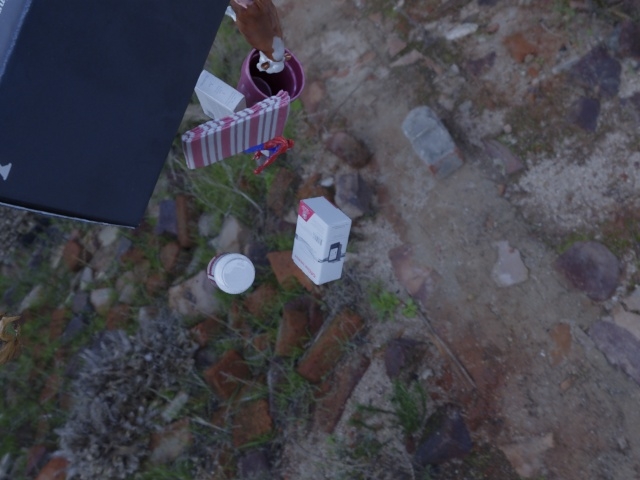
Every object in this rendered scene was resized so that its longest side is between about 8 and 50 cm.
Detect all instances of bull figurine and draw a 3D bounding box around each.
[{"bbox_3d":[-0.161,-0.532,1.436,0.101,0.310,0.188,-42,80,-8],"label":"bull figurine"}]

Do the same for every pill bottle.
[{"bbox_3d":[-0.188,0.069,1.260,0.086,0.086,0.152,-58,17,-10],"label":"pill bottle"}]

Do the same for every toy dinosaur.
[{"bbox_3d":[-0.519,0.176,0.951,0.064,0.211,0.112,3,93,1],"label":"toy dinosaur"}]

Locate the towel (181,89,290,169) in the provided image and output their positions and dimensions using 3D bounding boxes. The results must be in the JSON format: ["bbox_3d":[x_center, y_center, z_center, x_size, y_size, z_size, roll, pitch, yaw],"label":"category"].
[{"bbox_3d":[-0.147,-0.188,1.032,0.197,0.144,0.029,-24,81,-13],"label":"towel"}]

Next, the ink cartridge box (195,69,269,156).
[{"bbox_3d":[-0.245,-0.373,1.794,0.066,0.261,0.296,-56,3,-4],"label":"ink cartridge box"}]

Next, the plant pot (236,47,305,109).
[{"bbox_3d":[-0.179,-0.505,1.918,0.180,0.201,0.201,-20,45,58],"label":"plant pot"}]

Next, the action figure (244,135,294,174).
[{"bbox_3d":[-0.192,-0.231,1.564,0.091,0.280,0.139,56,133,26],"label":"action figure"}]

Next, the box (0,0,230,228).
[{"bbox_3d":[-0.423,-0.332,0.828,0.472,0.297,0.479,25,94,27],"label":"box"}]

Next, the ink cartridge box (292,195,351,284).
[{"bbox_3d":[0.000,0.000,1.251,0.109,0.063,0.150,44,136,41],"label":"ink cartridge box"}]
